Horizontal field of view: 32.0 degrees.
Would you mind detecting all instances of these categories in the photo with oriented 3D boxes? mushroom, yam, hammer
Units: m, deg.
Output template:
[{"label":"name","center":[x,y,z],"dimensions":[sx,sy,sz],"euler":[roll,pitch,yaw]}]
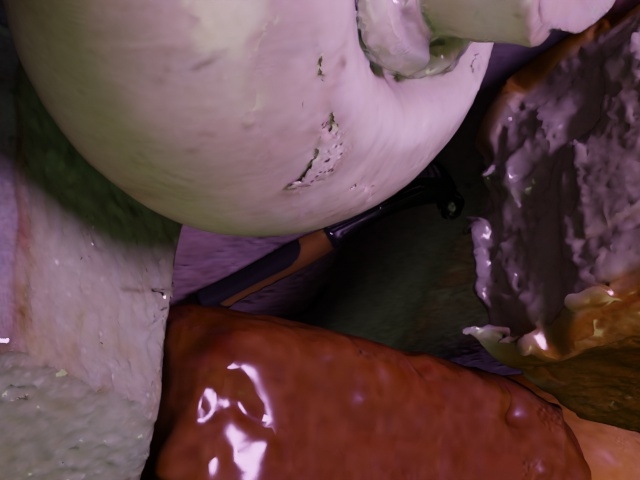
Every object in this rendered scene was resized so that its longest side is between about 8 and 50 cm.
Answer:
[{"label":"mushroom","center":[0.005,-0.118,0.412],"dimensions":[0.202,0.246,0.246],"euler":[11,159,29]},{"label":"yam","center":[-0.156,0.004,0.492],"dimensions":[0.201,0.271,0.202],"euler":[-26,140,15]},{"label":"hammer","center":[0.000,0.000,0.780],"dimensions":[0.201,0.021,0.078],"euler":[-27,146,12]}]

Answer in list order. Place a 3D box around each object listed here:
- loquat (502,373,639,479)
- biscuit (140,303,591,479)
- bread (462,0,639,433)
[{"label":"loquat","center":[0.195,0.280,1.022],"dimensions":[0.328,0.328,0.328],"euler":[-12,147,-8]},{"label":"biscuit","center":[-0.055,0.151,0.729],"dimensions":[0.343,0.166,0.395],"euler":[16,161,-40]},{"label":"bread","center":[0.245,-0.028,0.665],"dimensions":[0.279,0.225,0.250],"euler":[-26,143,33]}]
